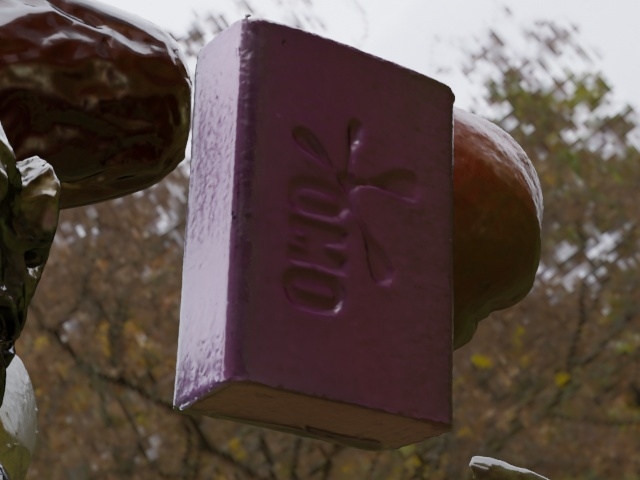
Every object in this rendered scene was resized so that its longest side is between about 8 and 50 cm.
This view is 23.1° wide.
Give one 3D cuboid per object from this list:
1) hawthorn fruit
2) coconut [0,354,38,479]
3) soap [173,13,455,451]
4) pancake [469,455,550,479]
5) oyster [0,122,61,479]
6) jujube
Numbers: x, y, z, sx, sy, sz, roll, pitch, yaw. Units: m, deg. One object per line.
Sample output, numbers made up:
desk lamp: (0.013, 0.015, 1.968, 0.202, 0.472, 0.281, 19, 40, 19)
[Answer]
hawthorn fruit: (0.049, -0.030, 1.258, 0.224, 0.261, 0.224, -42, 15, 13)
coconut: (-0.293, 0.123, 1.022, 0.241, 0.241, 0.241, -27, -28, -15)
soap: (0.001, -0.001, 1.040, 0.181, 0.259, 0.081, 17, -26, -30)
pancake: (0.188, 0.288, 1.473, 0.029, 0.212, 0.235, -51, -2, -39)
oyster: (-0.192, 0.075, 0.745, 0.096, 0.361, 0.221, 11, -21, -29)
jujube: (-0.272, -0.117, 1.317, 0.318, 0.223, 0.223, 1, -39, -18)
